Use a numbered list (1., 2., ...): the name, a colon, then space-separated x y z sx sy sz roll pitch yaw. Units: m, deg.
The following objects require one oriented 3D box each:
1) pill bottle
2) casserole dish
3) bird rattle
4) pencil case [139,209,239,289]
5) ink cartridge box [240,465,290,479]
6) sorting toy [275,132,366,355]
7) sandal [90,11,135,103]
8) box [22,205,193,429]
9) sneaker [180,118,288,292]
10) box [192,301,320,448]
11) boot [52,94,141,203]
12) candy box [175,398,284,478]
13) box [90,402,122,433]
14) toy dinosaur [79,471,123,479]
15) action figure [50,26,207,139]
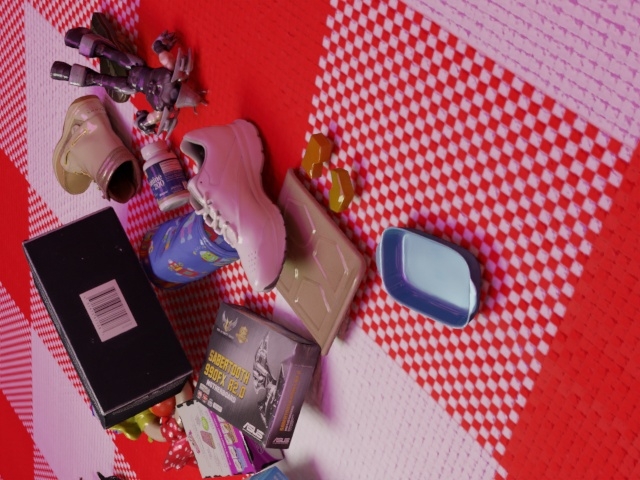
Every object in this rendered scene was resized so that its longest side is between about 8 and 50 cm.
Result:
1. pill bottle: -0.284 -0.119 1.757 0.067 0.067 0.120 -34 77 55
2. casserole dish: 0.147 0.043 1.265 0.188 0.037 0.114 23 123 47
3. bird rattle: -0.333 0.364 2.011 0.253 0.143 0.207 16 102 47
4. pencil case: -0.212 -0.001 1.672 0.119 0.133 0.306 31 153 -21
5. ink cartridge box: -0.132 0.566 1.648 0.197 0.270 0.198 47 144 -3
6. sorting toy: 0.000 0.000 1.452 0.229 0.041 0.307 55 142 30
7. sandal: -0.382 -0.347 1.801 0.219 0.060 0.090 61 140 37
8. box: -0.403 0.156 1.817 0.343 0.179 0.312 62 161 8
9. sneaker: -0.139 -0.050 1.497 0.111 0.129 0.297 -52 51 52
10. box: -0.113 0.225 1.630 0.231 0.056 0.183 22 97 48
11. boot: -0.456 -0.140 1.967 0.203 0.095 0.262 52 137 24
12. candy box: -0.177 0.364 1.833 0.233 0.071 0.159 -24 86 54
13. box: -0.489 0.371 2.269 0.137 0.072 0.126 17 118 50
14. toy dinosaur: -0.552 0.723 2.469 0.322 0.164 0.218 15 137 27
15. action figure: -0.318 -0.285 1.663 0.285 0.099 0.185 22 97 15
